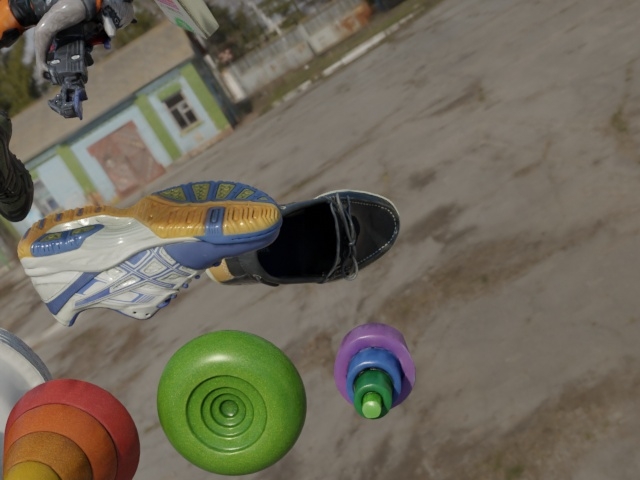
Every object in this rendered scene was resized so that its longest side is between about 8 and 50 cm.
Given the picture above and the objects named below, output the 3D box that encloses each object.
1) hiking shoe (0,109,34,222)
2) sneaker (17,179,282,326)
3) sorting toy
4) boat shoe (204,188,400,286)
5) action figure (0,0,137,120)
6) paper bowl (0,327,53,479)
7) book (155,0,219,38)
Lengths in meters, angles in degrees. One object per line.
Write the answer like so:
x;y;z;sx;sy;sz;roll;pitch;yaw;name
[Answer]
-0.535;-0.102;1.397;0.086;0.227;0.114;6;44;9;hiking shoe
-0.180;0.019;0.971;0.296;0.131;0.112;-8;27;10;sneaker
-0.103;0.154;0.676;0.366;0.127;0.126;-16;9;8;sorting toy
0.000;0.000;1.660;0.156;0.186;0.500;2;7;45;boat shoe
-0.449;-0.342;1.350;0.330;0.178;0.341;-10;47;-17;action figure
-0.471;0.245;1.075;0.284;0.284;0.148;-35;12;-12;paper bowl
-0.191;-0.314;1.044;0.035;0.144;0.096;-49;45;-10;book
